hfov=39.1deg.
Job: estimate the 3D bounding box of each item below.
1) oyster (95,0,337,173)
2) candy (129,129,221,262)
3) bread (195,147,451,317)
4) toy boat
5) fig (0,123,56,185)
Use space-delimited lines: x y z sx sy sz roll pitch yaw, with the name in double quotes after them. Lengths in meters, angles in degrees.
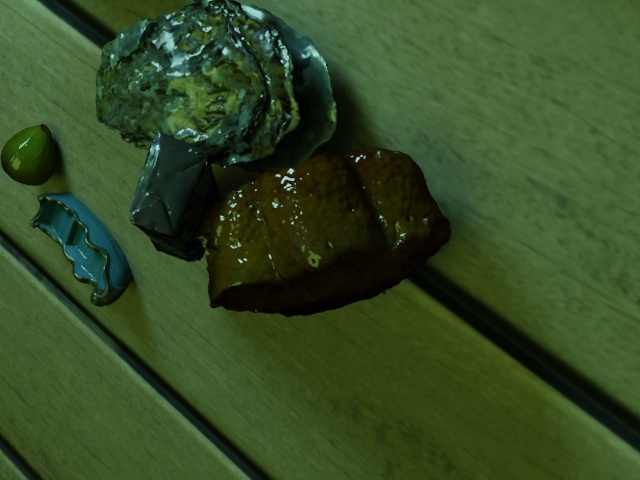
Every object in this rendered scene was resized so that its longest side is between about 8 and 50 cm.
-0.133 -0.163 0.958 0.351 0.158 0.162 13 75 44 "oyster"
-0.143 -0.034 0.925 0.061 0.312 0.088 18 83 -3 "candy"
-0.005 0.001 0.854 0.246 0.232 0.135 -20 86 50 "bread"
-0.329 0.015 1.228 0.185 0.077 0.075 46 131 15 "toy boat"
-0.396 -0.119 1.235 0.074 0.074 0.088 38 108 21 "fig"
